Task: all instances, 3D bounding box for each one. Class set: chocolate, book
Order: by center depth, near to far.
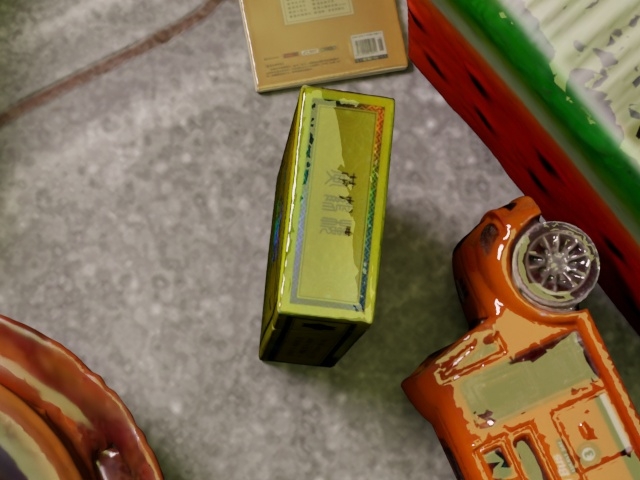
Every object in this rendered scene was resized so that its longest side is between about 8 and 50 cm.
[{"bbox_3d":[0.208,-0.086,0.889,0.161,0.341,0.360,-38,82,-1],"label":"chocolate"},{"bbox_3d":[-0.006,-0.202,1.062,0.118,0.012,0.172,-9,78,-6],"label":"book"}]

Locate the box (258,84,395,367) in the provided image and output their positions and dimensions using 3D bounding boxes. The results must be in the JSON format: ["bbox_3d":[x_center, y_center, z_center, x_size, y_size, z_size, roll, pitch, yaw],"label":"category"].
[{"bbox_3d":[-0.001,0.000,0.910,0.064,0.220,0.140,7,77,-2],"label":"box"}]

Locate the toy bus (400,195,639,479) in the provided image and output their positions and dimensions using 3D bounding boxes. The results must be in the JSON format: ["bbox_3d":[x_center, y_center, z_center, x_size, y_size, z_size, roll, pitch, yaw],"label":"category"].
[{"bbox_3d":[0.157,0.140,0.931,0.153,0.143,0.329,-24,83,-3],"label":"toy bus"}]

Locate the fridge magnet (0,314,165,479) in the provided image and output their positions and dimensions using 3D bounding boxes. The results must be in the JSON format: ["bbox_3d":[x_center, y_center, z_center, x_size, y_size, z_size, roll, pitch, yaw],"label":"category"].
[{"bbox_3d":[-0.270,0.214,0.877,0.364,0.155,0.363,1,78,-4],"label":"fridge magnet"}]
